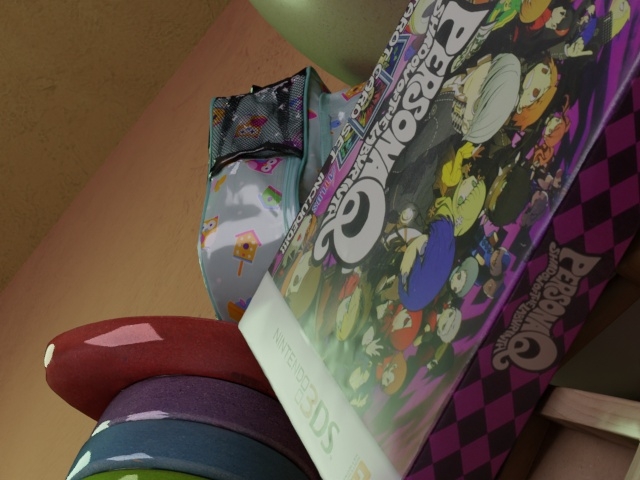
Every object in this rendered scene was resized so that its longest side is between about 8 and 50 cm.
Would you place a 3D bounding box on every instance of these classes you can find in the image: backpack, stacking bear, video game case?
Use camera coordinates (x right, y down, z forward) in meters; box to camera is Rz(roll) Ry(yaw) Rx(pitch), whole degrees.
[{"bbox_3d":[0.000,0.000,1.053,0.144,0.166,0.188,-10,42,24],"label":"backpack"},{"bbox_3d":[-0.088,0.202,0.915,0.164,0.175,0.289,-19,44,36],"label":"stacking bear"},{"bbox_3d":[0.054,-0.014,0.679,0.232,0.042,0.210,-62,24,12],"label":"video game case"}]

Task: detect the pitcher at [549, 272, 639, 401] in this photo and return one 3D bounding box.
[{"bbox_3d":[0.111,0.044,0.743,0.207,0.125,0.177,-35,54,58],"label":"pitcher"}]

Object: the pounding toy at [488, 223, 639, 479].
[{"bbox_3d":[0.119,0.094,0.599,0.206,0.094,0.181,-65,11,-6],"label":"pounding toy"}]

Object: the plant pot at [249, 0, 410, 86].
[{"bbox_3d":[0.092,-0.191,1.085,0.284,0.284,0.191,-46,53,28],"label":"plant pot"}]
